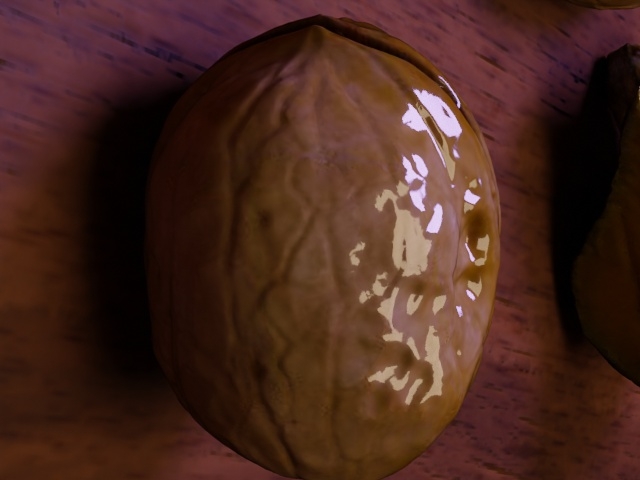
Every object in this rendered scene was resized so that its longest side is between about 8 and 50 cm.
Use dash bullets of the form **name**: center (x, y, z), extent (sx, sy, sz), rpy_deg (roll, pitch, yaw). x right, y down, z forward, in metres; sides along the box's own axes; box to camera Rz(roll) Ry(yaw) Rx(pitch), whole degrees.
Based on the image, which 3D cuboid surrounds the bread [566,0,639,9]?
- **bread**: center (0.156, -0.174, 0.873), extent (0.189, 0.077, 0.114), rpy_deg (3, 96, -55)

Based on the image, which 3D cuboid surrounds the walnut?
- **walnut**: center (0.000, 0.000, 0.652), extent (0.144, 0.144, 0.180), rpy_deg (-30, 124, -48)

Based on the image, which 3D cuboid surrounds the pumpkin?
- **pumpkin**: center (0.208, -0.008, 0.992), extent (0.131, 0.126, 0.248), rpy_deg (-37, 114, -34)
